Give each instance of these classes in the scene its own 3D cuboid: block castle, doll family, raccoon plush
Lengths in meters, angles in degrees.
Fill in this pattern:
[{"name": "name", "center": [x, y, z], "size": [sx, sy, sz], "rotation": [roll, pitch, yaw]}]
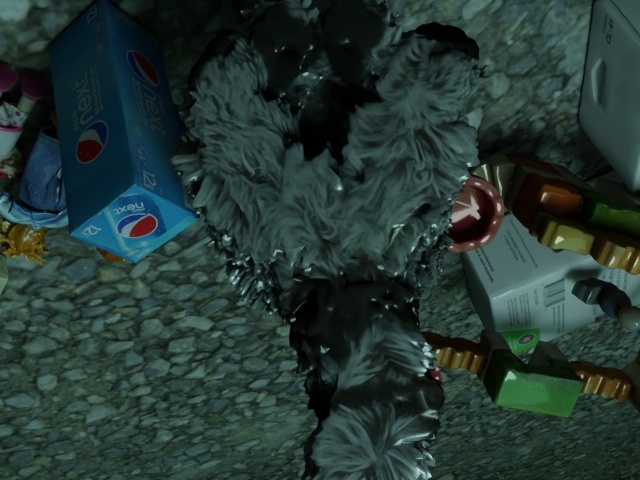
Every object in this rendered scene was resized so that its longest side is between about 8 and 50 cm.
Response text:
[{"name": "block castle", "center": [0.298, 0.088, 0.936], "size": [0.453, 0.213, 0.303], "rotation": [12, 108, -10]}, {"name": "doll family", "center": [-0.225, -0.046, 0.739], "size": [0.262, 0.118, 0.163], "rotation": [9, 135, -36]}, {"name": "raccoon plush", "center": [0.000, 0.000, 0.672], "size": [0.216, 0.447, 0.299], "rotation": [9, 178, 4]}]

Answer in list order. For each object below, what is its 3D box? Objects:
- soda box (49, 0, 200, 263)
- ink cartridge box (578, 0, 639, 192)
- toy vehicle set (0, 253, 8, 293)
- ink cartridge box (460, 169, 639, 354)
[{"name": "soda box", "center": [-0.160, -0.092, 0.631], "size": [0.071, 0.210, 0.067], "rotation": [-33, 143, 21]}, {"name": "ink cartridge box", "center": [0.463, -0.208, 0.874], "size": [0.306, 0.131, 0.226], "rotation": [-22, 145, -1]}, {"name": "toy vehicle set", "center": [-0.472, 0.099, 0.877], "size": [0.165, 0.035, 0.267], "rotation": [10, 134, -37]}, {"name": "ink cartridge box", "center": [0.363, 0.033, 1.148], "size": [0.289, 0.122, 0.211], "rotation": [-22, 145, 2]}]
